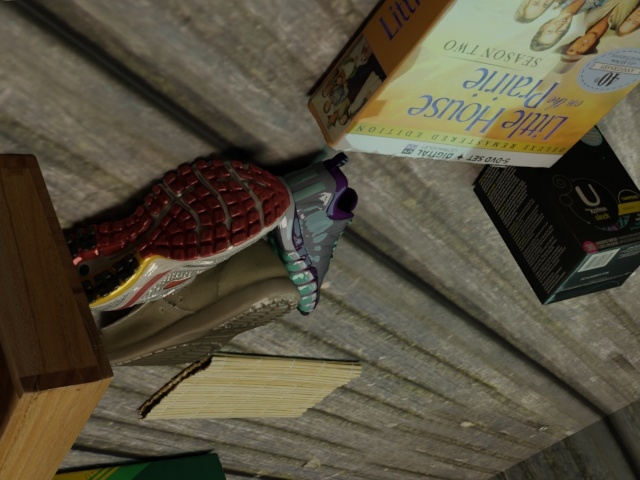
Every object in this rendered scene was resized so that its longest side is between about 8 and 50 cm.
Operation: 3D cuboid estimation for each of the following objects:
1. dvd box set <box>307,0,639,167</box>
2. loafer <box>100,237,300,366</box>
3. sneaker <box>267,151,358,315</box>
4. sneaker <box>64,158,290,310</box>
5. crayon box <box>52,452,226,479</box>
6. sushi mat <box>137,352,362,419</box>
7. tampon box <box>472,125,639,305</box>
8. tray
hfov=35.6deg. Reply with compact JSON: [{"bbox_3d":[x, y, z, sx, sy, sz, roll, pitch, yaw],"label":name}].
[{"bbox_3d":[0.220,-0.218,0.807,0.307,0.062,0.420,1,143,-41],"label":"dvd box set"},{"bbox_3d":[-0.128,0.062,0.997,0.268,0.092,0.102,-24,160,36],"label":"loafer"},{"bbox_3d":[0.000,0.000,0.999,0.098,0.083,0.224,-26,153,-9],"label":"sneaker"},{"bbox_3d":[-0.132,-0.002,0.895,0.225,0.088,0.093,-22,163,9],"label":"sneaker"},{"bbox_3d":[-0.356,0.458,1.498,0.313,0.106,0.363,5,141,-43],"label":"crayon box"},{"bbox_3d":[-0.087,0.204,1.360,0.151,0.019,0.316,-39,150,28],"label":"sushi mat"},{"bbox_3d":[0.266,-0.032,1.071,0.120,0.161,0.101,-11,150,-28],"label":"tampon box"},{"bbox_3d":[-0.296,0.136,0.854,0.076,0.203,0.411,-5,147,-37],"label":"tray"}]
